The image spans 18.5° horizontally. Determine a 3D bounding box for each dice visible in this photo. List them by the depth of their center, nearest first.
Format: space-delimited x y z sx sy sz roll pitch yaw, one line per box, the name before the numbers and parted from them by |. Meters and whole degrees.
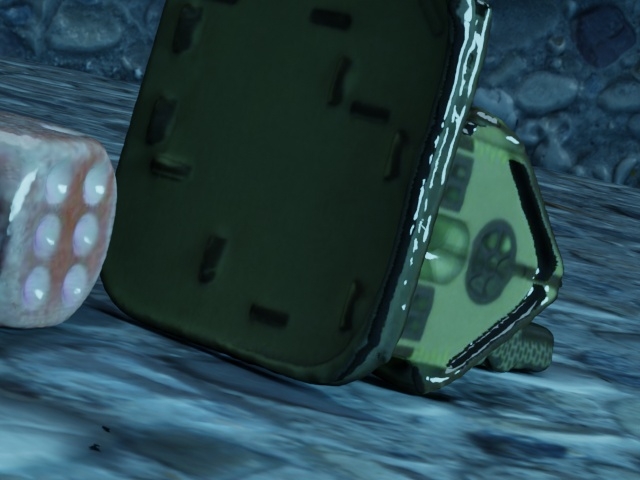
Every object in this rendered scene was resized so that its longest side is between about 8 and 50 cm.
dice | -0.157 -0.013 0.921 0.091 0.093 0.094 16 8 23

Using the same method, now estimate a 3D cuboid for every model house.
model house | 0.055 -0.033 1.052 0.205 0.218 0.278 19 4 38
